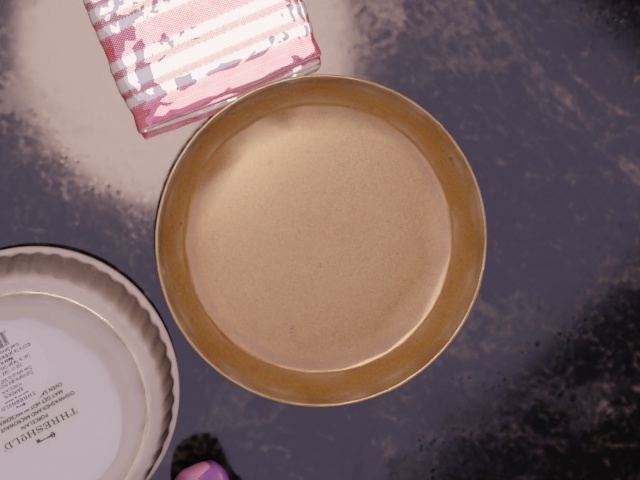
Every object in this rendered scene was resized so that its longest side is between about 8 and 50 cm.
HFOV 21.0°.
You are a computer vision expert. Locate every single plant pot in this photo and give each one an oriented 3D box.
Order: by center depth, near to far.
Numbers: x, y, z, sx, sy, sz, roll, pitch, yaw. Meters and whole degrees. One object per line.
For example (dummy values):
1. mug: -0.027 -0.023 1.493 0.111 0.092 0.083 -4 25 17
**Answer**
1. plant pot: 0.000 0.000 1.232 0.236 0.032 0.236 -1 95 -8

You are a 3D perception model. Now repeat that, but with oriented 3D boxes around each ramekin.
1. ramekin: -0.199 0.110 1.181 0.207 0.109 0.207 0 94 -6

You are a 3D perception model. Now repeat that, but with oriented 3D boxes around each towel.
1. towel: -0.097 -0.186 1.215 0.144 0.029 0.197 -22 95 -2

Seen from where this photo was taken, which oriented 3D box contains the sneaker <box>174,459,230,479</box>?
1. sneaker: -0.020 0.249 1.223 0.104 0.095 0.236 -30 101 -10
